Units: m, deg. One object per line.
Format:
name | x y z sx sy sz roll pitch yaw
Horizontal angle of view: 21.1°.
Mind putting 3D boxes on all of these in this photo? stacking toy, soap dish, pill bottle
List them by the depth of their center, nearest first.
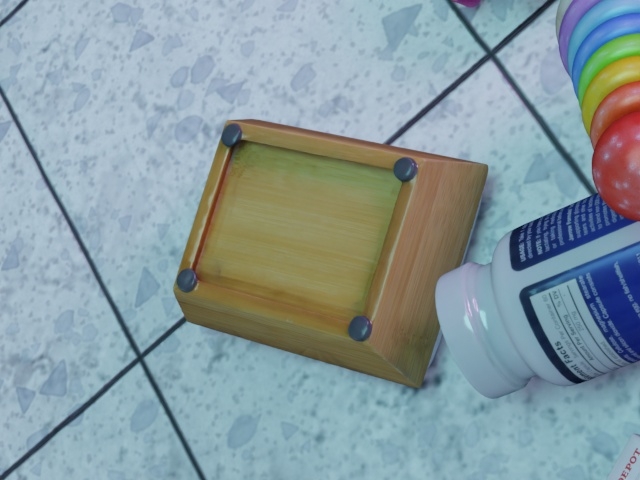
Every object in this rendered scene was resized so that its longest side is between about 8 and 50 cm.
stacking toy | 0.272 -0.120 1.472 0.141 0.141 0.330 -26 27 23
pill bottle | 0.245 0.039 1.525 0.265 0.153 0.153 -23 64 23
soap dish | 0.000 0.000 1.709 0.291 0.118 0.229 13 82 33

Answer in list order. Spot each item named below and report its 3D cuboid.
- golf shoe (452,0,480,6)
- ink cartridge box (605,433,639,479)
golf shoe | 0.240 -0.314 1.678 0.306 0.115 0.140 -10 80 35
ink cartridge box | 0.307 0.242 1.481 0.135 0.056 0.099 30 93 34
